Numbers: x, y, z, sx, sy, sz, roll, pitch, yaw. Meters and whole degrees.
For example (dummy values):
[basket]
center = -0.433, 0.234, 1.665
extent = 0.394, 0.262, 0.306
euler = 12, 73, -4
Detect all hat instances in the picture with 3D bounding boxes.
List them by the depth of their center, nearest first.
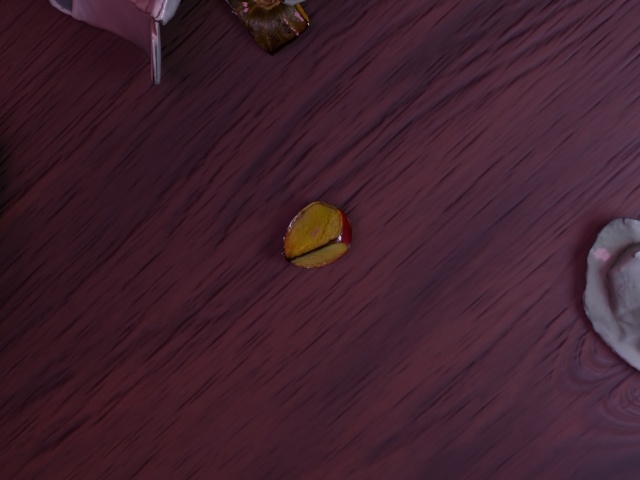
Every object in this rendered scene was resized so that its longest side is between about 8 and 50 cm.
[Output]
[hat]
center = -0.210, -0.297, 1.625
extent = 0.219, 0.226, 0.164
euler = 39, 87, 19

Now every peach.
[peach]
center = 0.000, 0.000, 1.660
extent = 0.077, 0.050, 0.083
euler = 31, 89, 34

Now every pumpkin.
[pumpkin]
center = -0.061, -0.271, 1.679
extent = 0.073, 0.035, 0.101
euler = -35, 87, 23

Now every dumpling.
[dumpling]
center = 0.385, 0.067, 1.556
extent = 0.108, 0.152, 0.219
euler = -28, 70, -29

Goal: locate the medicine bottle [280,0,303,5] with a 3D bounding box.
[medicine bottle]
center = -0.114, -0.475, 1.580
extent = 0.406, 0.236, 0.236
euler = 41, 100, 8
